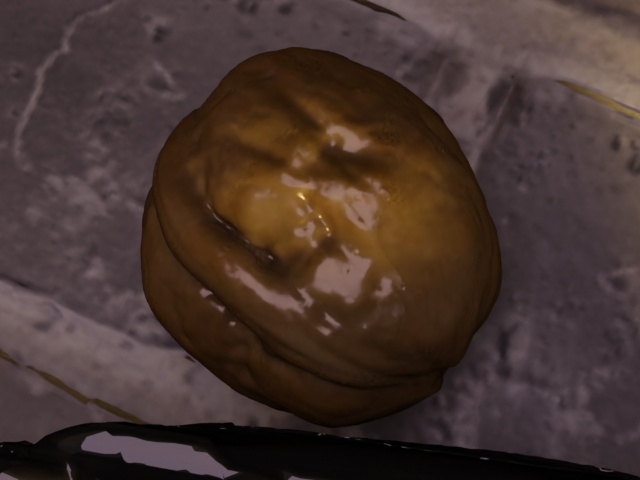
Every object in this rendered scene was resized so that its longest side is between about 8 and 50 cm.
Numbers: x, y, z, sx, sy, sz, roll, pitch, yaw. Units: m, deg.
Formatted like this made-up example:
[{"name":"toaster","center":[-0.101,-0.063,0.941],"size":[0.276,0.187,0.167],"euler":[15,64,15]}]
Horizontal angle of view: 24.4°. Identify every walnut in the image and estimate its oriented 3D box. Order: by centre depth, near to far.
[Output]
[{"name":"walnut","center":[0.000,0.000,0.644],"size":[0.167,0.149,0.166],"euler":[9,106,33]}]

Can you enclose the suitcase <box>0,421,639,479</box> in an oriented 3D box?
[{"name":"suitcase","center":[0.014,0.247,0.563],"size":[0.339,0.188,0.345],"euler":[7,81,9]}]
